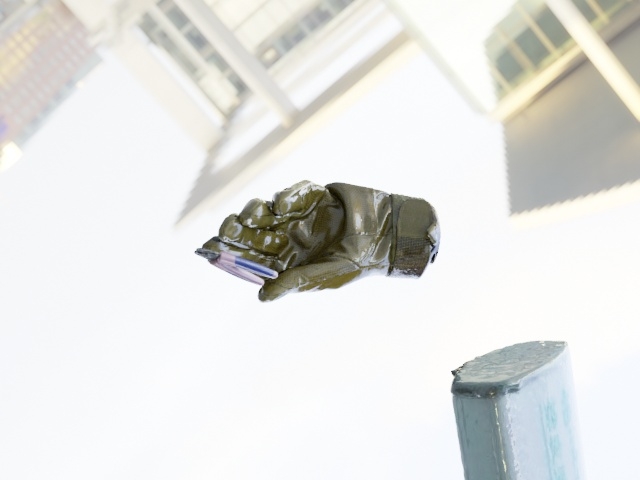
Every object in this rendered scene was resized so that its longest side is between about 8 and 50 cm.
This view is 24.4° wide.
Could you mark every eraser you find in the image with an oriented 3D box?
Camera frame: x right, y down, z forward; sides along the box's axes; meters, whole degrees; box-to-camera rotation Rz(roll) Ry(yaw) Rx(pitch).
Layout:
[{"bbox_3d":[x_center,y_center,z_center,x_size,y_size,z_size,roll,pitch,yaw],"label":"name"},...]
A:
[{"bbox_3d":[0.226,0.266,1.613,0.104,0.290,0.189,-4,-169,30],"label":"eraser"}]

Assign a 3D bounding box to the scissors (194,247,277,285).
[{"bbox_3d":[-0.106,0.030,1.802,0.039,0.113,0.012,-30,-132,44],"label":"scissors"}]

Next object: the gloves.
[{"bbox_3d":[-0.003,-0.003,1.976,0.331,0.154,0.141,-1,-164,-20],"label":"gloves"}]
